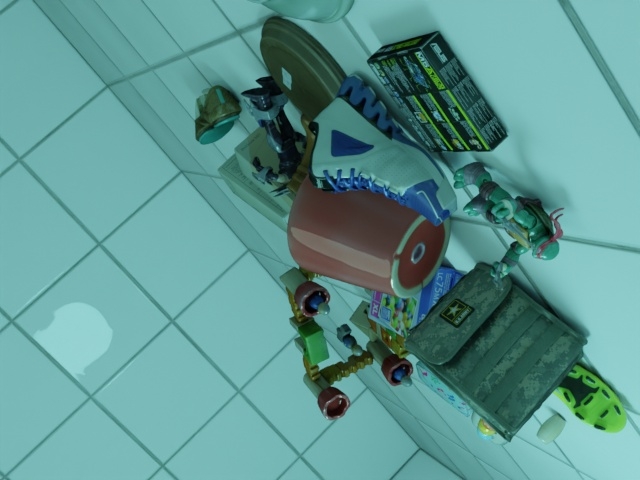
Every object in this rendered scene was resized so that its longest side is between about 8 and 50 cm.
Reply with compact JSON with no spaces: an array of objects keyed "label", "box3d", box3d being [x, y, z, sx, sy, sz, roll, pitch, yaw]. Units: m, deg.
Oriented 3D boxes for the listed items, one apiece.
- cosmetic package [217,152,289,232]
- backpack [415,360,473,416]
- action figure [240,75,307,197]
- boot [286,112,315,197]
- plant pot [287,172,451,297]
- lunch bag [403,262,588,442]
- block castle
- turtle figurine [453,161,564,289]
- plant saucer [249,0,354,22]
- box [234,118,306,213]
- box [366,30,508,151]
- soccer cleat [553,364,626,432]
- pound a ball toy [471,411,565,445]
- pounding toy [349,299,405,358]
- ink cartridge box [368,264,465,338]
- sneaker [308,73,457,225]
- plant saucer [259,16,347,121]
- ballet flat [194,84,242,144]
[{"label":"cosmetic package","box3d":[-0.116,-0.146,2.169,0.309,0.160,0.113,38,166,39]},{"label":"backpack","box3d":[0.342,0.300,2.022,0.253,0.191,0.225,46,170,27]},{"label":"action figure","box3d":[-0.083,-0.219,1.819,0.099,0.185,0.285,4,124,41]},{"label":"boot","box3d":[-0.023,-0.171,1.776,0.197,0.152,0.073,53,166,-31]},{"label":"plant pot","box3d":[0.108,-0.020,1.630,0.243,0.275,0.275,27,159,34]},{"label":"lunch bag","box3d":[0.332,0.204,1.590,0.287,0.235,0.169,40,172,24]},{"label":"block castle","box3d":[0.089,0.243,2.180,0.213,0.303,0.453,42,149,50]},{"label":"turtle figurine","box3d":[0.297,-0.020,1.269,0.234,0.118,0.175,-122,18,-47]},{"label":"plant saucer","box3d":[-0.117,-0.476,1.239,0.400,0.100,0.400,43,168,11]},{"label":"box","box3d":[-0.051,-0.148,1.973,0.311,0.148,0.121,40,166,21]},{"label":"box","box3d":[0.172,-0.217,1.230,0.190,0.045,0.184,51,165,-18]},{"label":"soccer cleat","box3d":[0.506,0.283,1.678,0.289,0.093,0.121,36,-165,24]},{"label":"pound a ball toy","box3d":[0.505,0.485,2.156,0.208,0.136,0.319,42,168,19]},{"label":"pounding toy","box3d":[0.228,0.296,2.613,0.206,0.094,0.181,43,167,-32]},{"label":"ink cartridge box","box3d":[0.220,0.133,1.898,0.065,0.185,0.311,5,-172,-29]},{"label":"sneaker","box3d":[0.084,-0.123,1.419,0.315,0.182,0.127,51,180,19]},{"label":"plant saucer","box3d":[-0.025,-0.314,1.598,0.278,0.041,0.278,44,169,11]},{"label":"ballet flat","box3d":[-0.299,-0.358,2.260,0.124,0.116,0.342,68,166,-2]}]
